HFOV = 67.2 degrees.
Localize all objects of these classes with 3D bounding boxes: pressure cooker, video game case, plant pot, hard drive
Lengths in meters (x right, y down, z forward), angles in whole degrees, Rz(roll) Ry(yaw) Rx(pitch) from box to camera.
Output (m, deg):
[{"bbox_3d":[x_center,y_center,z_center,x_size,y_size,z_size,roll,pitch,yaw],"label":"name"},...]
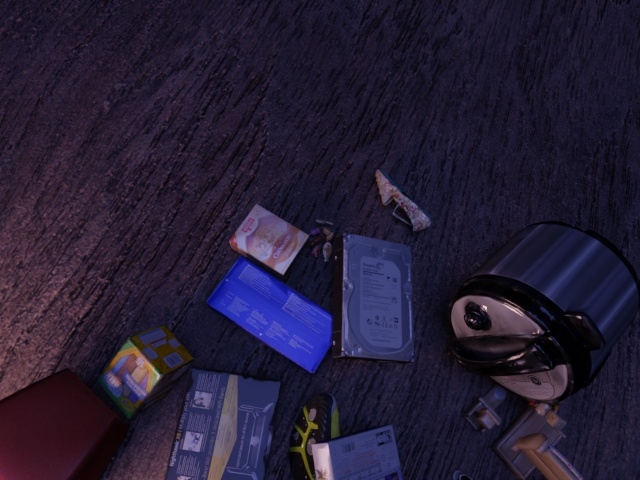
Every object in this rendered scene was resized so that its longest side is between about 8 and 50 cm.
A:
[{"bbox_3d":[0.534,0.194,1.225,0.420,0.370,0.375,-35,50,-26],"label":"pressure cooker"},{"bbox_3d":[0.101,0.588,1.146,0.269,0.061,0.244,12,61,-48],"label":"video game case"},{"bbox_3d":[-0.610,0.461,1.123,0.267,0.267,0.236,40,60,9],"label":"plant pot"},{"bbox_3d":[0.149,0.161,1.338,0.237,0.064,0.339,12,68,-25],"label":"hard drive"}]

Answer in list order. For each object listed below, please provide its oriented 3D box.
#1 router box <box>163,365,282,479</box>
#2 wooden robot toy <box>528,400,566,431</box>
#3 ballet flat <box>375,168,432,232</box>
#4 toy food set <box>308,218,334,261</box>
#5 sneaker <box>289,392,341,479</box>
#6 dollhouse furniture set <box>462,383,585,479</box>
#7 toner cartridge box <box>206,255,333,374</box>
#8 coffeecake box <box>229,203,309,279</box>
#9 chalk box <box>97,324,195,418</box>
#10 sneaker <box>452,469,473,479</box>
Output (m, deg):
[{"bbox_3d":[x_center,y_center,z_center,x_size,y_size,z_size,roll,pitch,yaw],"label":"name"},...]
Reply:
[{"bbox_3d":[-0.242,0.494,1.223,0.243,0.081,0.309,11,70,-2],"label":"router box"},{"bbox_3d":[0.585,0.407,1.223,0.076,0.173,0.079,35,99,10],"label":"wooden robot toy"},{"bbox_3d":[0.238,-0.118,1.479,0.077,0.091,0.241,-44,75,6],"label":"ballet flat"},{"bbox_3d":[0.000,0.000,1.446,0.078,0.019,0.122,13,79,-8],"label":"toy food set"},{"bbox_3d":[0.015,0.584,1.206,0.147,0.145,0.384,16,65,-31],"label":"sneaker"},{"bbox_3d":[0.557,0.473,1.154,0.174,0.355,0.303,-38,77,-16],"label":"dollhouse furniture set"},{"bbox_3d":[-0.125,0.206,1.336,0.348,0.075,0.165,33,70,6],"label":"toner cartridge box"},{"bbox_3d":[-0.148,0.004,1.407,0.185,0.068,0.142,31,72,6],"label":"coffeecake box"},{"bbox_3d":[-0.448,0.340,1.211,0.132,0.132,0.213,45,108,12],"label":"chalk box"},{"bbox_3d":[0.392,0.645,1.246,0.109,0.044,0.040,40,70,7],"label":"sneaker"}]
